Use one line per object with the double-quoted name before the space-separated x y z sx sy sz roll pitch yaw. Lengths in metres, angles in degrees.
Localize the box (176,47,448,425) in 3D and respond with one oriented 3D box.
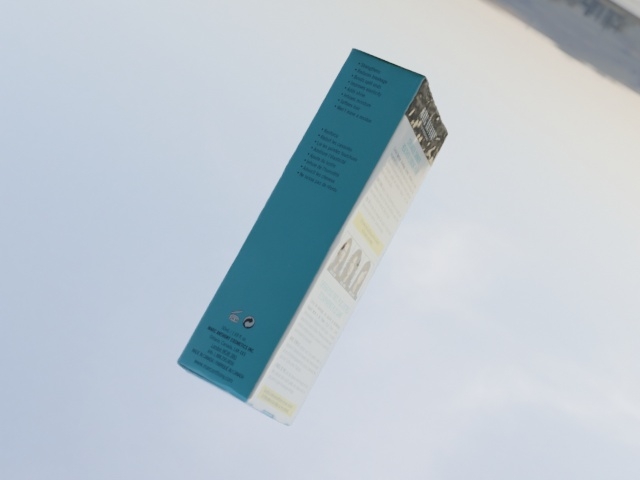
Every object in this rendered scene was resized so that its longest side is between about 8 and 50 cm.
"box" 0.000 0.000 0.814 0.060 0.244 0.100 25 170 21
